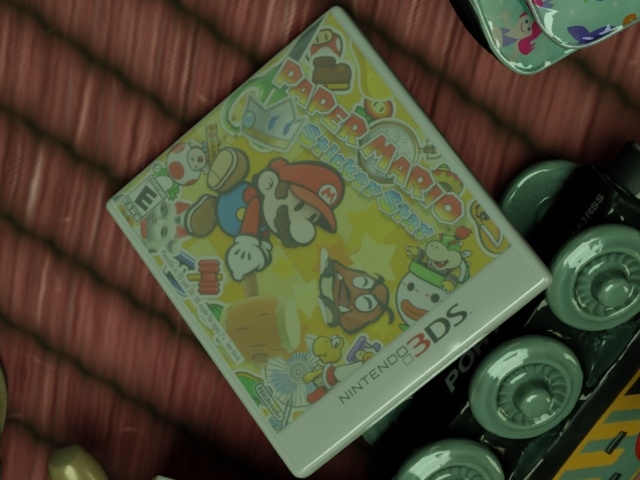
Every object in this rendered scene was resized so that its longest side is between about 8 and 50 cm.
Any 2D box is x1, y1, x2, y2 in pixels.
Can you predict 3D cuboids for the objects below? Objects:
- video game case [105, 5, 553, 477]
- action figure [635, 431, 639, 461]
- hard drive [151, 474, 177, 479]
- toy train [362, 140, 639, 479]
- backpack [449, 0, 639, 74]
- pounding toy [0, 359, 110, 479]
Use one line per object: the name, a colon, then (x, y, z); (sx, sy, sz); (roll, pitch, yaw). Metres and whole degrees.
video game case: (0.000, 0.000, 1.020); (0.206, 0.026, 0.227); (-40, 74, 11)
action figure: (0.283, 0.169, 1.085); (0.280, 0.091, 0.139); (3, 123, -55)
hard drive: (0.021, 0.272, 1.124); (0.353, 0.047, 0.233); (17, 143, -12)
toy train: (0.167, 0.094, 1.087); (0.190, 0.142, 0.334); (27, 107, -25)
backpack: (0.174, -0.242, 0.931); (0.253, 0.191, 0.225); (-28, 111, 0)
pounding toy: (-0.282, 0.154, 1.050); (0.269, 0.155, 0.154); (-13, 116, 0)
